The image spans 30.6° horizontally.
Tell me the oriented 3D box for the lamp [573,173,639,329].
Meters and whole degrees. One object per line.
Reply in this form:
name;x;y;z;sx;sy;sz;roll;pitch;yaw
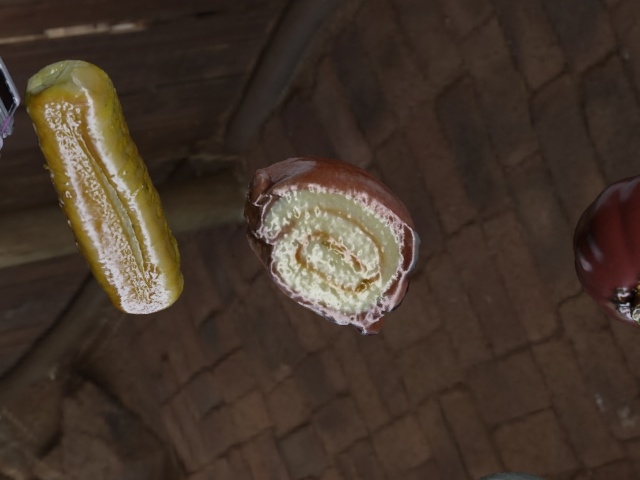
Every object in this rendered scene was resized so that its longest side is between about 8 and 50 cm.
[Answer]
lamp;0.184;0.007;0.614;0.101;0.101;0.090;123;165;-56

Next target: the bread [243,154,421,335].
bread;0.006;-0.011;1.515;0.190;0.244;0.123;-59;23;4

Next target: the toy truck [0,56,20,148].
toy truck;-0.453;-0.151;1.247;0.155;0.268;0.124;-76;-25;-46

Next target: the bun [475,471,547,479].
bun;0.229;0.467;1.565;0.194;0.354;0.354;4;110;21

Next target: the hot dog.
hot dog;-0.171;-0.038;0.962;0.286;0.088;0.061;86;-176;-52
